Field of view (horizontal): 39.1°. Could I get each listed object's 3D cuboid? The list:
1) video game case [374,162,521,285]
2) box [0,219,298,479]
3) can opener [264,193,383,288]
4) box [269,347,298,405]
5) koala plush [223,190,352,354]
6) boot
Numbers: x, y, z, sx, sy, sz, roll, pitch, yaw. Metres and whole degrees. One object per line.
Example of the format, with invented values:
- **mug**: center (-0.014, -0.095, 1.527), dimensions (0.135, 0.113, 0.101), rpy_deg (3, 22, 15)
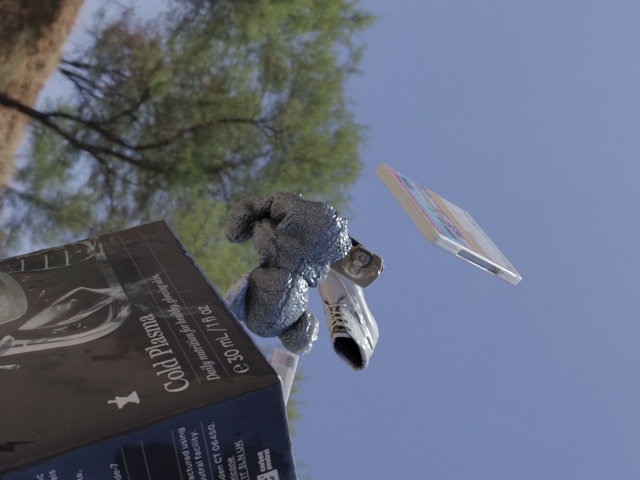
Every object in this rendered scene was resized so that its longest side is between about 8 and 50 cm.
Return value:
- **video game case**: center (0.235, -0.027, 1.635), dimensions (0.025, 0.285, 0.204), rpy_deg (-47, -132, 17)
- **box**: center (-0.319, 0.230, 1.014), dimensions (0.480, 0.471, 0.298), rpy_deg (-139, -143, -59)
- **can opener**: center (0.000, 0.000, 1.841), dimensions (0.076, 0.283, 0.095), rpy_deg (-59, 177, 9)
- **box**: center (-0.118, 0.394, 2.089), dimensions (0.324, 0.067, 0.063), rpy_deg (-76, -173, -47)
- **koala plush**: center (-0.063, 0.054, 1.419), dimensions (0.203, 0.196, 0.221), rpy_deg (-17, -135, 55)
- **boot**: center (0.051, 0.164, 1.975), dimensions (0.095, 0.258, 0.123), rpy_deg (-20, -153, 25)
